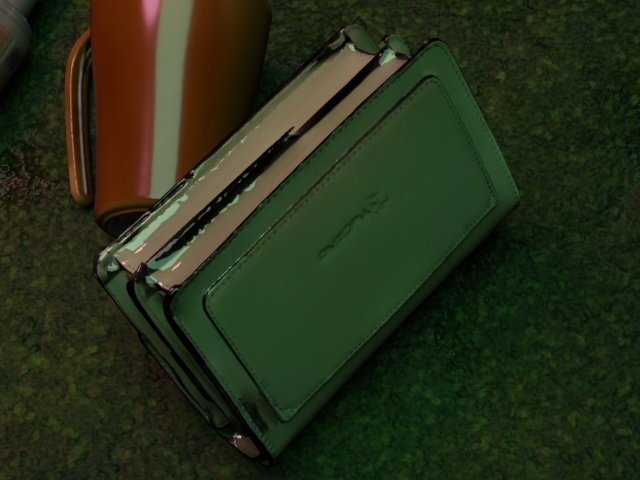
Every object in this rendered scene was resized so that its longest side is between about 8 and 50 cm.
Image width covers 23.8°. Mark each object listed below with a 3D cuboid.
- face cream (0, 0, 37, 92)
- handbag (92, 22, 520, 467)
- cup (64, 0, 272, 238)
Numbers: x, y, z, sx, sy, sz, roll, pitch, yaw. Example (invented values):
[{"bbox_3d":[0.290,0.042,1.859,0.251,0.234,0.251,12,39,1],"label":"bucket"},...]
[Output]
[{"bbox_3d":[-0.349,-0.204,1.547,0.101,0.101,0.252,24,66,11],"label":"face cream"},{"bbox_3d":[0.000,0.000,1.389,0.358,0.237,0.160,-45,31,-19],"label":"handbag"},{"bbox_3d":[-0.163,-0.129,1.493,0.226,0.182,0.264,-9,67,32],"label":"cup"}]
